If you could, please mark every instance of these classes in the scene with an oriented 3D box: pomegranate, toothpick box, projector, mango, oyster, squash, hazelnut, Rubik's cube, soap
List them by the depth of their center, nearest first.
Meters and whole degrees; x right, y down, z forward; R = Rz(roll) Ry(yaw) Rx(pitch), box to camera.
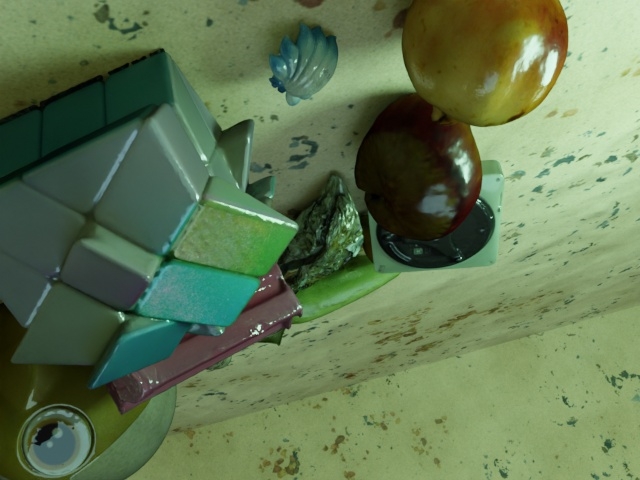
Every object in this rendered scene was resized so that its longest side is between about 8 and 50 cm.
[{"bbox_3d":[0.200,-0.243,0.782,0.209,0.209,0.209,-14,156,-6],"label":"pomegranate"},{"bbox_3d":[-0.234,-0.027,0.827,0.388,0.358,0.367,-21,114,9],"label":"Rubik's cube"},{"bbox_3d":[0.169,-0.125,1.035,0.217,0.217,0.251,-14,132,-5],"label":"hazelnut"},{"bbox_3d":[-0.242,0.123,1.135,0.360,0.232,0.128,-24,165,-31],"label":"soap"},{"bbox_3d":[0.227,-0.034,1.257,0.259,0.079,0.257,-4,136,7],"label":"projector"},{"bbox_3d":[-0.532,0.312,1.263,0.409,0.408,0.425,-24,151,16],"label":"toothpick box"},{"bbox_3d":[-0.001,-0.001,1.281,0.162,0.158,0.351,-52,170,-37],"label":"oyster"},{"bbox_3d":[0.137,-0.002,1.406,0.102,0.084,0.184,5,148,28],"label":"mango"},{"bbox_3d":[0.050,0.106,1.553,0.371,0.118,0.118,-24,155,12],"label":"squash"}]

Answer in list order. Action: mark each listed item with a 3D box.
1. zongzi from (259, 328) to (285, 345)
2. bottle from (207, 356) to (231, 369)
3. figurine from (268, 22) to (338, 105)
[{"bbox_3d":[-0.166,0.196,1.648,0.205,0.094,0.204,3,139,-32],"label":"zongzi"},{"bbox_3d":[-0.315,0.339,1.853,0.099,0.098,0.152,-17,160,1],"label":"bottle"},{"bbox_3d":[-0.018,-0.236,0.828,0.114,0.079,0.114,-33,140,-33],"label":"figurine"}]
